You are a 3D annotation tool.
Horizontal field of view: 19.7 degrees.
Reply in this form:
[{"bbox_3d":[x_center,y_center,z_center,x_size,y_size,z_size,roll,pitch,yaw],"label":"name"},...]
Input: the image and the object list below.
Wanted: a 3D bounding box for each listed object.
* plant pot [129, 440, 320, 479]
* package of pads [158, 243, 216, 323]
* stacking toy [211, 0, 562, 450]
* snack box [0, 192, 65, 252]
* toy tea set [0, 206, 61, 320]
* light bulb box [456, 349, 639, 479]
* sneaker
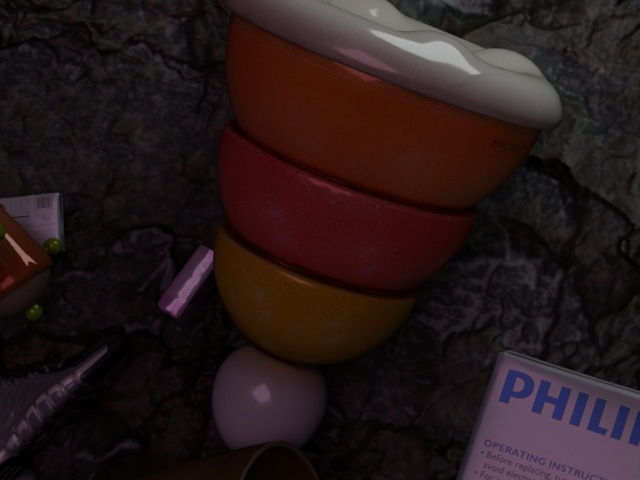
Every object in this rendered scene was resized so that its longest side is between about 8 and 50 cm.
[{"bbox_3d":[-0.147,0.320,1.813,0.254,0.237,0.237,-5,79,24],"label":"plant pot"},{"bbox_3d":[-0.132,0.046,1.934,0.032,0.050,0.083,35,89,15],"label":"package of pads"},{"bbox_3d":[0.000,0.000,1.819,0.350,0.350,0.480,24,100,14],"label":"stacking toy"},{"bbox_3d":[-0.366,-0.011,2.004,0.178,0.022,0.064,-6,81,10],"label":"snack box"},{"bbox_3d":[-0.416,0.093,1.914,0.336,0.200,0.124,-36,89,16],"label":"toy tea set"},{"bbox_3d":[0.210,0.315,1.602,0.225,0.358,0.361,18,81,11],"label":"light bulb box"},{"bbox_3d":[-0.316,0.147,1.936,0.228,0.086,0.132,-43,73,2],"label":"sneaker"}]
